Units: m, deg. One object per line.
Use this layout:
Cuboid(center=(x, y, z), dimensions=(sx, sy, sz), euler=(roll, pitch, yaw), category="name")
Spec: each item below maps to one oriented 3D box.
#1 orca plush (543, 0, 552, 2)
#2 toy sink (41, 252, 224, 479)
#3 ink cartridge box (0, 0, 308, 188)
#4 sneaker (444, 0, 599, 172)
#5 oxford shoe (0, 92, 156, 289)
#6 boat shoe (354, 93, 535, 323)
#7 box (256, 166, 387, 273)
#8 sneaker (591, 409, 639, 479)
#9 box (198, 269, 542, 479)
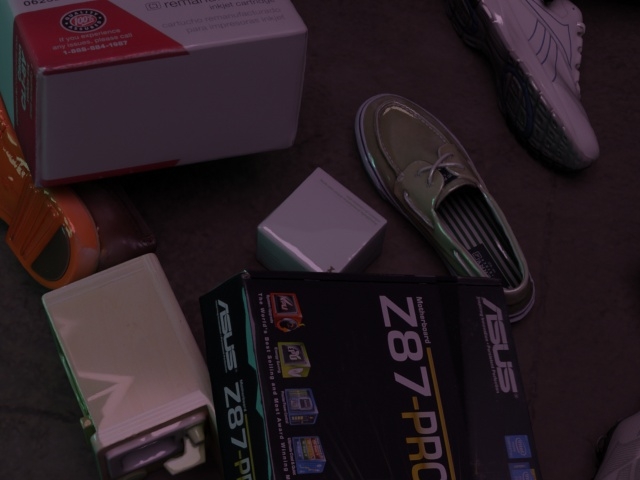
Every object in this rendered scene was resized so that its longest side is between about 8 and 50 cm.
Cuboid(center=(0.364, -0.307, 1.866), dimensions=(0.287, 0.102, 0.151), euler=(-19, 83, -29), category="orca plush")
Cuboid(center=(-0.178, 0.160, 1.604), dimensions=(0.131, 0.153, 0.234), euler=(-22, 70, -12), category="toy sink")
Cuboid(center=(-0.213, -0.255, 1.697), dimensions=(0.279, 0.160, 0.384), euler=(-12, 47, -19), category="ink cartridge box")
Cuboid(center=(0.249, -0.214, 1.816), dimensions=(0.129, 0.111, 0.297), euler=(-18, 69, -15), category="sneaker")
Cuboid(center=(-0.309, -0.093, 1.747), dimensions=(0.133, 0.130, 0.363), euler=(-10, 55, -43), category="oxford shoe")
Cuboid(center=(0.141, -0.049, 1.741), dimensions=(0.109, 0.094, 0.302), euler=(-30, 71, -15), category="boat shoe")
Cuboid(center=(0.000, 0.000, 1.717), dimensions=(0.101, 0.087, 0.102), euler=(39, 70, 13), category="box")
Cuboid(center=(0.312, 0.248, 1.631), dimensions=(0.271, 0.100, 0.108), euler=(-45, 51, -16), category="sneaker")
Cuboid(center=(0.063, 0.229, 1.525), dimensions=(0.318, 0.097, 0.394), euler=(4, 69, -36), category="box")
